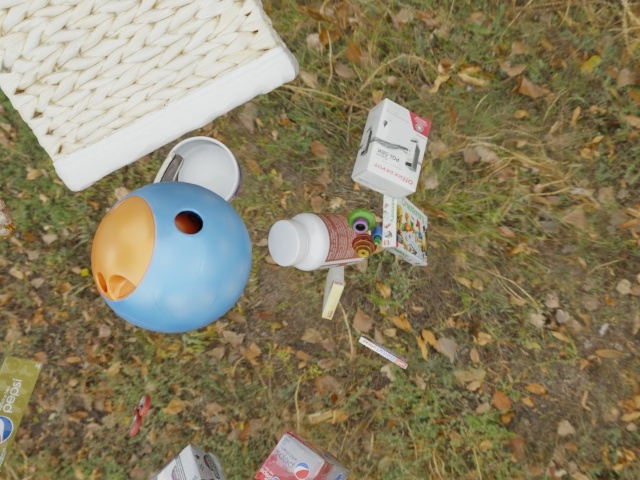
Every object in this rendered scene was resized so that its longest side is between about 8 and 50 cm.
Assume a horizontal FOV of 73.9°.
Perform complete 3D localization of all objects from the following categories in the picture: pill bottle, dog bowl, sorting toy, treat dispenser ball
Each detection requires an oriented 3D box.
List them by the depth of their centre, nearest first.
[{"bbox_3d":[0.082,-0.007,0.778,0.061,0.042,0.102,-4,128,15],"label":"sorting toy"},{"bbox_3d":[-0.277,0.031,0.816,0.288,0.288,0.288,1,93,10],"label":"treat dispenser ball"},{"bbox_3d":[0.000,0.000,0.907,0.121,0.216,0.121,3,94,43],"label":"pill bottle"},{"bbox_3d":[-0.424,-0.238,1.555,0.265,0.104,0.264,0,92,0],"label":"dog bowl"}]

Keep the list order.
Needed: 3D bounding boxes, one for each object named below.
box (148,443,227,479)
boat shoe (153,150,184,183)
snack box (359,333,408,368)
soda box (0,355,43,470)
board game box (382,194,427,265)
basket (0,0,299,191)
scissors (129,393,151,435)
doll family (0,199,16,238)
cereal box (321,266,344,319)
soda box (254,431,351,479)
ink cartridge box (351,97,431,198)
[{"bbox_3d":[-0.330,0.702,1.121,0.163,0.142,0.247,-41,44,-5],"label":"box"},{"bbox_3d":[-0.478,-0.111,1.296,0.097,0.116,0.324,24,96,-17],"label":"boat shoe"},{"bbox_3d":[0.217,0.380,1.468,0.178,0.064,0.022,29,93,9],"label":"snack box"},{"bbox_3d":[-0.557,0.300,0.743,0.058,0.061,0.181,-30,45,40],"label":"soda box"},{"bbox_3d":[0.302,-0.034,1.495,0.053,0.305,0.192,-5,73,32],"label":"board game box"},{"bbox_3d":[-0.233,-0.282,0.605,0.331,0.328,0.266,-26,111,8],"label":"basket"},{"bbox_3d":[-0.545,0.497,1.284,0.021,0.297,0.109,24,77,-20],"label":"scissors"},{"bbox_3d":[-0.801,-0.009,0.966,0.118,0.163,0.263,39,104,36],"label":"doll family"},{"bbox_3d":[0.053,0.178,1.723,0.047,0.240,0.173,15,121,-5],"label":"cereal box"},{"bbox_3d":[-0.021,0.427,0.779,0.083,0.263,0.092,28,70,28],"label":"soda box"},{"bbox_3d":[0.121,-0.152,0.719,0.099,0.056,0.135,20,75,-20],"label":"ink cartridge box"}]
